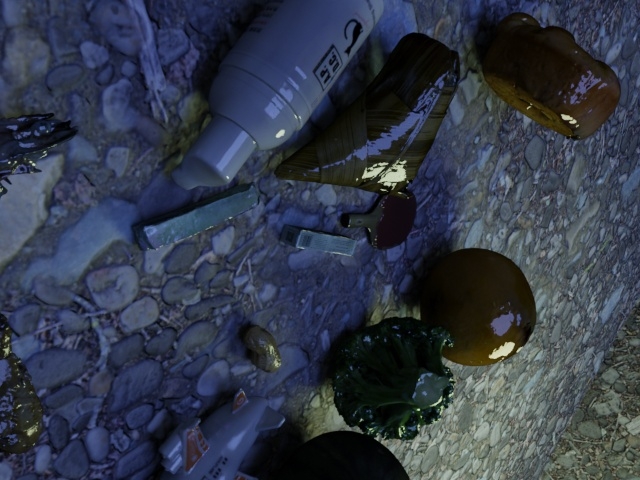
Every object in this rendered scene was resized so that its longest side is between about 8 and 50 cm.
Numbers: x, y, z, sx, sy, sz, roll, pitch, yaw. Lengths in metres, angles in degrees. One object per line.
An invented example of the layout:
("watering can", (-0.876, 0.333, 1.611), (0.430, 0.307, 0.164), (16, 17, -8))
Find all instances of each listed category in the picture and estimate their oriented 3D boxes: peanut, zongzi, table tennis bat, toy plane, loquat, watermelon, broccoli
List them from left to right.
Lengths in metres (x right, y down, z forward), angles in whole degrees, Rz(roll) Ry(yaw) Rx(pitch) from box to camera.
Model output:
("toy plane", (-0.171, 0.362, 1.145), (0.245, 0.117, 0.244), (-27, 129, -40))
("peanut", (-0.101, 0.189, 1.189), (0.054, 0.054, 0.113), (-43, 133, -26))
("watermelon", (0.041, 0.508, 1.303), (0.279, 0.279, 0.359), (-43, 171, -26))
("zongzi", (0.076, -0.204, 1.108), (0.288, 0.134, 0.286), (-1, 122, -40))
("table tennis bat", (0.121, -0.040, 1.350), (0.234, 0.022, 0.131), (-5, 113, -49))
("broccoli", (0.153, 0.281, 1.378), (0.269, 0.241, 0.261), (15, 87, -26))
("loquat", (0.341, 0.147, 1.512), (0.263, 0.263, 0.263), (-25, 126, -39))

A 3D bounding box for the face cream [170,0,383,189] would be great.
("face cream", (-0.066, -0.217, 0.943), (0.369, 0.145, 0.145), (-57, 141, -11))

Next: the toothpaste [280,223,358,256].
("toothpaste", (0.000, 0.000, 1.208), (0.164, 0.046, 0.034), (9, 100, -50))

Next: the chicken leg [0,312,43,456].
("chicken leg", (-0.392, 0.181, 0.843), (0.085, 0.069, 0.198), (-20, 116, -43))

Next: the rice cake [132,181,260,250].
("rice cake", (-0.175, -0.037, 1.000), (0.211, 0.034, 0.043), (-26, 118, -38))

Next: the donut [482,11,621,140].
("donut", (0.472, -0.328, 1.397), (0.317, 0.299, 0.150), (28, 101, -28))

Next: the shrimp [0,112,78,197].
("shrimp", (-0.398, -0.043, 0.726), (0.317, 0.062, 0.164), (-30, 133, -31))

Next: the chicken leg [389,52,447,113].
("chicken leg", (0.188, -0.277, 1.271), (0.105, 0.063, 0.234), (-51, 141, -11))
